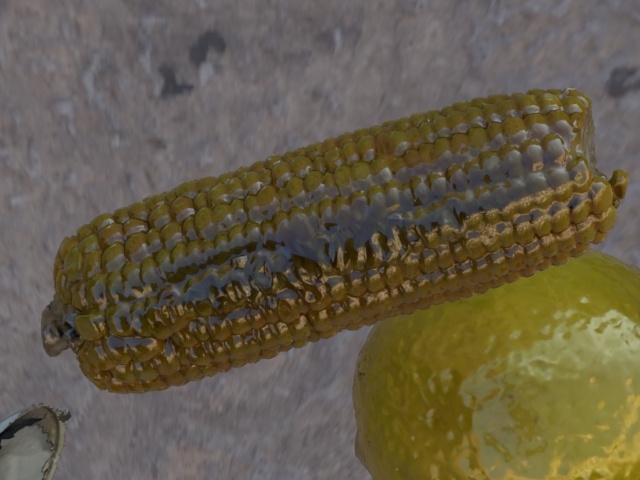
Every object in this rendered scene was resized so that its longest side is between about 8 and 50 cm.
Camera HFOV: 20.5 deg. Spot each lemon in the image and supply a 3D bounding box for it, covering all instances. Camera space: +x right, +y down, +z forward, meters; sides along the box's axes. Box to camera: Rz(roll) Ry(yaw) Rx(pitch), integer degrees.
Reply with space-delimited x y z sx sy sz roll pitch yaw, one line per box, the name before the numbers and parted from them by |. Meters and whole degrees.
lemon | 0.195 0.151 1.638 0.336 0.336 0.336 1 75 -5

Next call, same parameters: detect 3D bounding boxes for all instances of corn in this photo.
corn | 0.000 0.000 0.595 0.207 0.068 0.068 -18 77 11

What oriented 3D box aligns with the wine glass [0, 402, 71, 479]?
wine glass | -0.379 0.126 1.355 0.357 0.190 0.190 27 74 18
